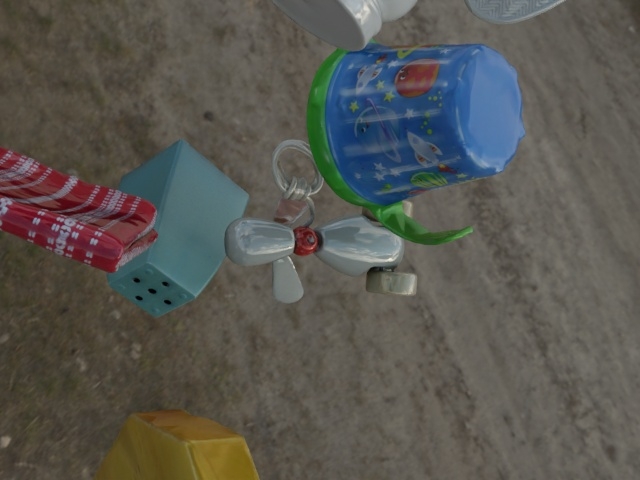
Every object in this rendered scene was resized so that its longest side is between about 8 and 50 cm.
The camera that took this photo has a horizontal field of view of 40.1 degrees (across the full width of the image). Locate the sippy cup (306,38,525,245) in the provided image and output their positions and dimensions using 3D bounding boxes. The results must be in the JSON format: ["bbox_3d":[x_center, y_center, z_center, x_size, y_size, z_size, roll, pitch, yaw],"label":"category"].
[{"bbox_3d":[0.139,-0.163,1.173,0.305,0.224,0.240,49,57,-34],"label":"sippy cup"}]

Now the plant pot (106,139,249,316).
[{"bbox_3d":[-0.247,-0.006,1.446,0.165,0.166,0.234,40,39,-31],"label":"plant pot"}]

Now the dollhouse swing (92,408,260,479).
[{"bbox_3d":[0.028,0.283,0.409,0.315,0.347,0.305,14,42,-23],"label":"dollhouse swing"}]

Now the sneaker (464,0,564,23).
[{"bbox_3d":[0.267,-0.357,0.973,0.108,0.292,0.169,46,10,-17],"label":"sneaker"}]

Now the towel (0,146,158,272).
[{"bbox_3d":[-0.223,-0.055,0.482,0.275,0.199,0.031,24,93,-6],"label":"towel"}]

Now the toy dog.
[{"bbox_3d":[0.000,0.000,1.382,0.334,0.161,0.220,26,76,-25],"label":"toy dog"}]

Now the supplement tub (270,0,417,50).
[{"bbox_3d":[0.044,-0.265,0.688,0.144,0.144,0.199,37,83,-12],"label":"supplement tub"}]
